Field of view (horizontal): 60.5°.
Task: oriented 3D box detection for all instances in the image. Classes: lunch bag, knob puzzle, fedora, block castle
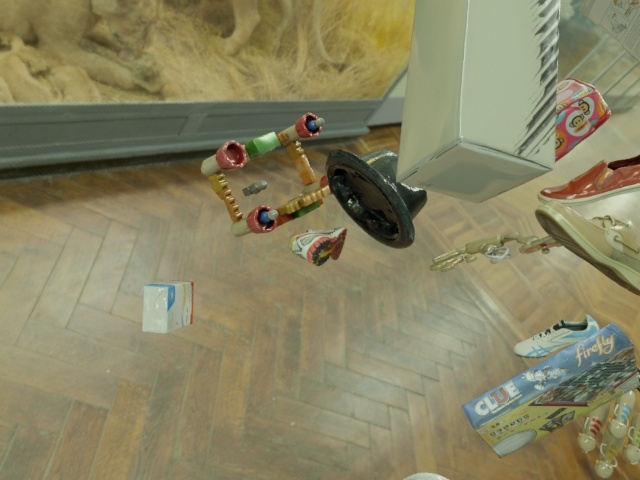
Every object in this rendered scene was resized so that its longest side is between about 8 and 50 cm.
[{"bbox_3d":[0.588,-0.306,1.475,0.120,0.293,0.258,47,16,-19],"label":"lunch bag"},{"bbox_3d":[0.573,0.010,1.336,0.213,0.213,0.029,-2,73,-44],"label":"knob puzzle"},{"bbox_3d":[0.167,-0.140,1.473,0.152,0.334,0.334,-38,79,-18],"label":"fedora"},{"bbox_3d":[-0.126,-0.215,1.779,0.453,0.213,0.302,-32,102,-45],"label":"block castle"}]

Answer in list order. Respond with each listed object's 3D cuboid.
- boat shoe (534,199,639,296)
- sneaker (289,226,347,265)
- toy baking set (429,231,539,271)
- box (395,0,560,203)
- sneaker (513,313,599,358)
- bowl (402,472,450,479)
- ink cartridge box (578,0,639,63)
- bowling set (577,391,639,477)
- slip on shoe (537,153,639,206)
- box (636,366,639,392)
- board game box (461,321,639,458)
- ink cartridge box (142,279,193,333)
[{"bbox_3d":[0.600,-0.003,1.163,0.341,0.110,0.121,31,8,-19],"label":"boat shoe"},{"bbox_3d":[0.000,0.000,1.383,0.093,0.088,0.225,22,13,21],"label":"sneaker"},{"bbox_3d":[0.353,0.028,1.190,0.197,0.256,0.030,-31,100,-59],"label":"toy baking set"},{"bbox_3d":[0.145,-0.183,0.500,0.094,0.113,0.275,12,76,-16],"label":"box"},{"bbox_3d":[0.666,0.273,1.566,0.086,0.237,0.085,66,19,-8],"label":"sneaker"},{"bbox_3d":[0.289,0.824,1.562,0.134,0.298,0.297,26,33,-52],"label":"bowl"},{"bbox_3d":[0.631,-0.460,0.999,0.261,0.066,0.296,56,-7,20],"label":"ink cartridge box"},{"bbox_3d":[0.723,0.451,1.323,0.287,0.200,0.154,49,58,-16],"label":"bowling set"},{"bbox_3d":[0.764,-0.169,1.501,0.123,0.332,0.101,-58,131,-64],"label":"slip on shoe"},{"bbox_3d":[0.965,0.442,1.569,0.220,0.051,0.175,24,20,-50],"label":"box"},{"bbox_3d":[0.347,0.231,0.818,0.165,0.243,0.042,50,12,-45],"label":"board game box"},{"bbox_3d":[-0.439,0.190,1.632,0.078,0.134,0.231,2,1,10],"label":"ink cartridge box"}]
